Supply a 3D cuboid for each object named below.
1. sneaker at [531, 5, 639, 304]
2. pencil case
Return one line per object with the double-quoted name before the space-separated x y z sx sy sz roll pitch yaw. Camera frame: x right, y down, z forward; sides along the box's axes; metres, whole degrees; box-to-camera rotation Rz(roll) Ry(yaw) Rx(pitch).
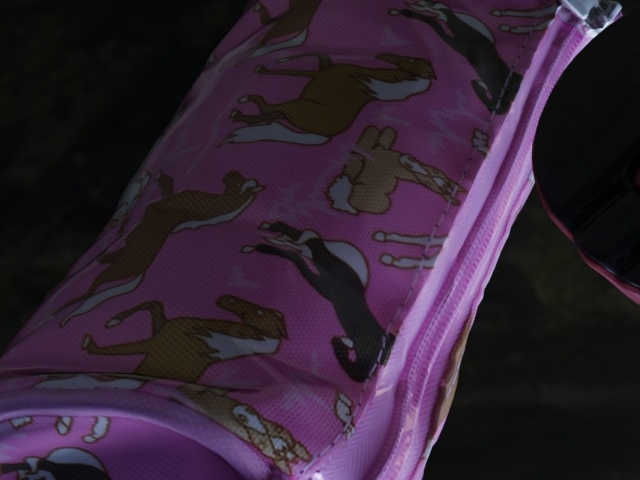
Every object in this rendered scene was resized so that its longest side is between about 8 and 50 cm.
"sneaker" 0.186 0.053 0.522 0.116 0.136 0.314 -40 -130 16
"pencil case" 0.000 0.000 0.711 0.167 0.160 0.386 -61 180 44
